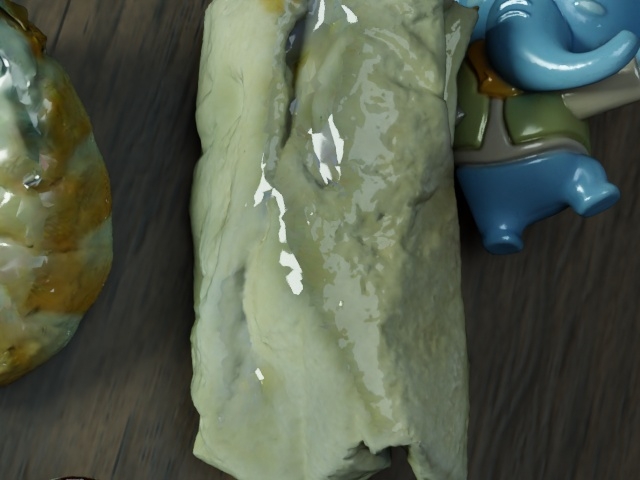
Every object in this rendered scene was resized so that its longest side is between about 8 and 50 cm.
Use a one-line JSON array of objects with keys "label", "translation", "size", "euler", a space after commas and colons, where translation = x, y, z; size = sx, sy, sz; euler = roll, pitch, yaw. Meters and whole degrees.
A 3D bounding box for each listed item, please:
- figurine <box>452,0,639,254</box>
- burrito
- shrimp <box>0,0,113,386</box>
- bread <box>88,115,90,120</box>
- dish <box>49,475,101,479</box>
[{"label": "figurine", "translation": [0.165, -0.127, 0.989], "size": [0.154, 0.180, 0.262], "euler": [13, 67, -37]}, {"label": "burrito", "translation": [0.003, 0.000, 0.896], "size": [0.190, 0.135, 0.332], "euler": [0, 79, 8]}, {"label": "shrimp", "translation": [-0.225, 0.006, 0.873], "size": [0.185, 0.068, 0.287], "euler": [39, 91, -13]}, {"label": "bread", "translation": [-0.197, -0.086, 0.920], "size": [0.070, 0.035, 0.083], "euler": [-41, 105, -17]}, {"label": "dish", "translation": [-0.152, 0.235, 0.862], "size": [0.191, 0.066, 0.190], "euler": [3, 81, -16]}]
